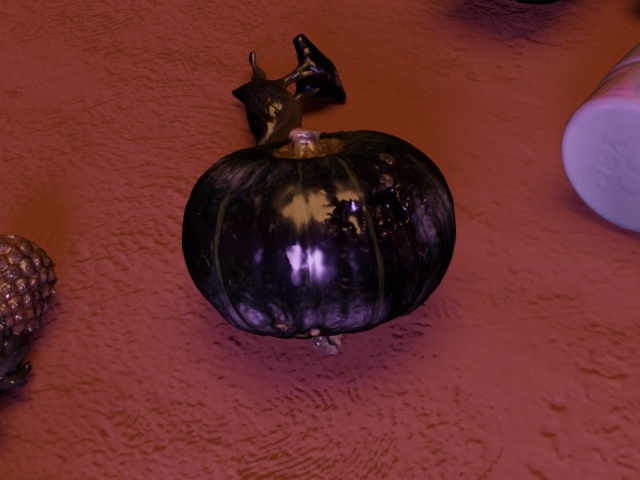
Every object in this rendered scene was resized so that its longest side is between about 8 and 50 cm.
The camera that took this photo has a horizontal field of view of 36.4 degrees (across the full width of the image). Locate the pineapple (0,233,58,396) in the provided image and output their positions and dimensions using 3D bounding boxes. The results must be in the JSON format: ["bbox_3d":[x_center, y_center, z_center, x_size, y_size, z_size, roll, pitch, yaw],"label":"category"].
[{"bbox_3d":[-0.236,0.072,0.686,0.074,0.074,0.159,2,52,4],"label":"pineapple"}]

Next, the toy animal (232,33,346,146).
[{"bbox_3d":[-0.040,-0.114,0.887,0.105,0.070,0.202,-6,44,15],"label":"toy animal"}]

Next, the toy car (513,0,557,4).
[{"bbox_3d":[0.245,-0.330,1.048,0.136,0.125,0.306,23,37,31],"label":"toy car"}]

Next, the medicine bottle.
[{"bbox_3d":[0.288,-0.100,0.795,0.135,0.135,0.168,29,51,29],"label":"medicine bottle"}]

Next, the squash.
[{"bbox_3d":[0.000,-0.006,0.696,0.193,0.156,0.193,-17,32,11],"label":"squash"}]
